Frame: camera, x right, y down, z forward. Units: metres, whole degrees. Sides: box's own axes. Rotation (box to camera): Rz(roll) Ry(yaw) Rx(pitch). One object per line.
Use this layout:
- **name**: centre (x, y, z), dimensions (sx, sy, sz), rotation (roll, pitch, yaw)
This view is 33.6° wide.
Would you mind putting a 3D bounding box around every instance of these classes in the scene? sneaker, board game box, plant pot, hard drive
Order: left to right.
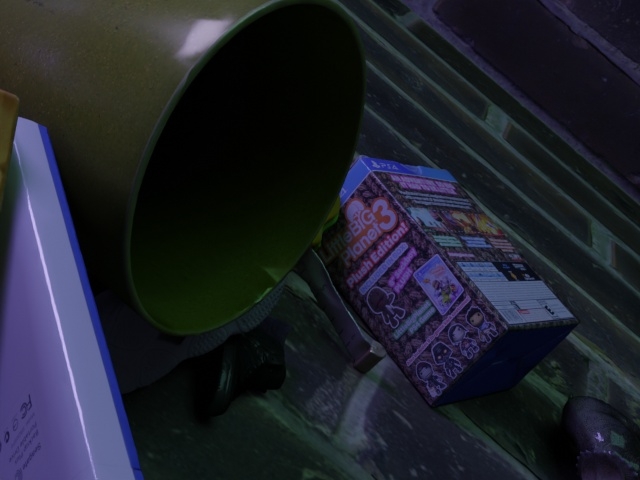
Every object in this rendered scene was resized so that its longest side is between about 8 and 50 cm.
- **hard drive**: centre (-0.202, 0.099, 0.647), dimensions (0.040, 0.210, 0.318), rotation (17, 32, -38)
- **plant pot**: centre (-0.160, -0.113, 0.849), dimensions (0.293, 0.274, 0.275), rotation (29, 17, 26)
- **sneaker**: centre (-0.169, 0.044, 0.949), dimensions (0.153, 0.101, 0.269), rotation (30, 33, 34)
- **sneaker**: centre (-0.068, 0.120, 1.015), dimensions (0.089, 0.051, 0.170), rotation (29, 23, -18)
- **board game box**: centre (0.152, 0.048, 1.360), dimensions (0.232, 0.141, 0.291), rotation (3, 43, -55)

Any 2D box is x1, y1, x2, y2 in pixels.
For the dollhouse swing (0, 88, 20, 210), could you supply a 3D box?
- **dollhouse swing**: centre (-0.416, -0.022, 0.635), dimensions (0.347, 0.305, 0.315), rotation (20, 62, -34)

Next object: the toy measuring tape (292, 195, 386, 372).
- **toy measuring tape**: centre (0.000, 0.000, 1.265), dimensions (0.330, 0.121, 0.121), rotation (56, 27, 15)

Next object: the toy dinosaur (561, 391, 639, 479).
- **toy dinosaur**: centre (0.366, 0.261, 1.338), dimensions (0.160, 0.121, 0.313), rotation (45, 24, -24)
